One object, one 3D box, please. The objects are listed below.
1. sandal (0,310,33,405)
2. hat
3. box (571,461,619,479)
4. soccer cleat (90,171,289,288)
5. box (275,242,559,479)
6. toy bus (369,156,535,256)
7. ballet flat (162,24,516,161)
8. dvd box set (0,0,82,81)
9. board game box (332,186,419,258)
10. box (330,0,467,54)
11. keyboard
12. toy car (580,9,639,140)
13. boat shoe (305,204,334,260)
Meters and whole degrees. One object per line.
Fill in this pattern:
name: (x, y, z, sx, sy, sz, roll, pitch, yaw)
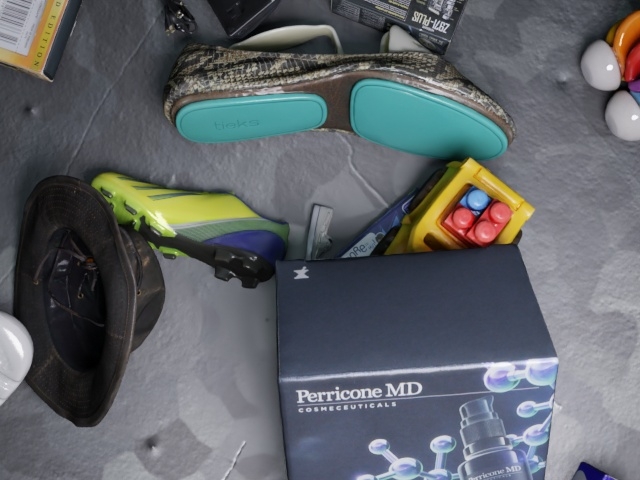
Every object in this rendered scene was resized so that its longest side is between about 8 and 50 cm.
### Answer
sandal: (-0.552, 0.238, 1.306, 0.416, 0.102, 0.169, -33, 103, 7)
hat: (-0.294, 0.076, 1.290, 0.331, 0.134, 0.331, 5, 98, 44)
box: (0.365, 0.380, 1.289, 0.072, 0.126, 0.137, 31, 86, 3)
soccer cleat: (-0.180, -0.033, 1.344, 0.289, 0.093, 0.121, 23, 56, 5)
box: (0.105, 0.227, 1.159, 0.294, 0.212, 0.395, -4, 125, 0)
toy bus: (0.171, 0.004, 1.235, 0.149, 0.211, 0.220, 39, 87, 0)
ballet flat: (0.028, -0.221, 1.324, 0.483, 0.164, 0.181, 3, 61, 1)
dvd box set: (-0.533, -0.436, 1.366, 0.421, 0.062, 0.307, 18, 86, 1)
board game box: (0.103, 0.040, 1.354, 0.201, 0.035, 0.136, -39, 88, -3)
box: (0.124, -0.369, 1.359, 0.180, 0.077, 0.147, 21, 86, 1)
keyboard: (-0.174, -0.414, 1.342, 0.202, 0.033, 0.317, -35, 72, 20)
toy car: (0.465, -0.234, 1.324, 0.159, 0.136, 0.181, -24, 87, -2)
boat shoe: (0.000, 0.000, 1.357, 0.035, 0.035, 0.100, 10, 80, 3)
